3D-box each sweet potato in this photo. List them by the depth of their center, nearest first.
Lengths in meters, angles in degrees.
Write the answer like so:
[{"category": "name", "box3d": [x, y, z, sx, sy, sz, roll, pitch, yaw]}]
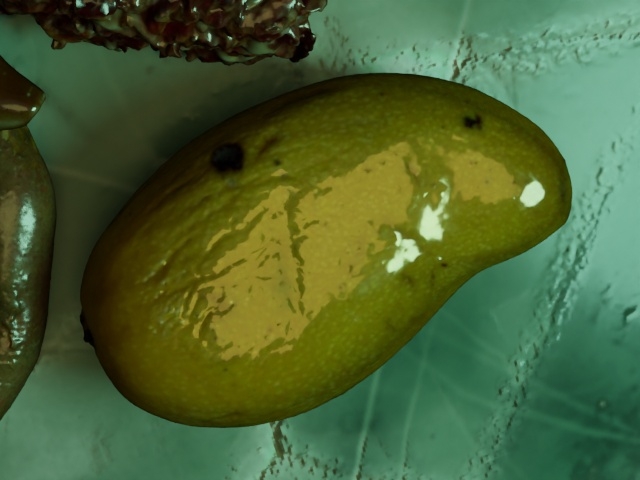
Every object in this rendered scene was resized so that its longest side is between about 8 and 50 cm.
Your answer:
[{"category": "sweet potato", "box3d": [-0.192, -0.009, 0.783, 0.078, 0.058, 0.255, -3, 99, 8]}]

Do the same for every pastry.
[{"category": "pastry", "box3d": [-0.101, -0.158, 0.750, 0.209, 0.097, 0.115, 11, 90, -12]}]

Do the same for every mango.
[{"category": "mango", "box3d": [-0.002, 0.000, 0.791, 0.295, 0.120, 0.177, -28, 98, -6]}]

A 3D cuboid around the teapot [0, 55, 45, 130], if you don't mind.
[{"category": "teapot", "box3d": [-0.258, -0.058, 0.705, 0.252, 0.178, 0.135, -13, 130, 29]}]
